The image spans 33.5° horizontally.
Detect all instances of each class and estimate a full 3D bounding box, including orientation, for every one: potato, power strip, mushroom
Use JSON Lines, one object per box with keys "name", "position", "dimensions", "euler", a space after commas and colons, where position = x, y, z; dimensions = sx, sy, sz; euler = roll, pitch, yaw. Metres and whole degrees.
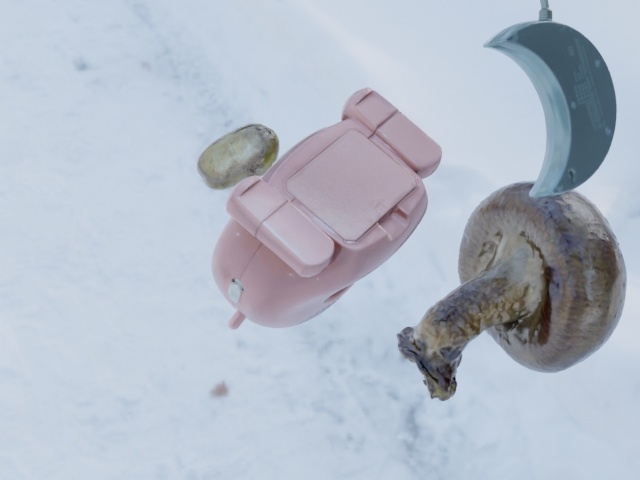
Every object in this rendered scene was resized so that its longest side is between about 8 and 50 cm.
{"name": "potato", "position": [-0.153, -0.156, 2.000], "dimensions": [0.170, 0.080, 0.107], "euler": [-28, 63, 9]}
{"name": "power strip", "position": [0.250, -0.161, 1.140], "dimensions": [0.137, 0.216, 0.044], "euler": [-22, 11, -25]}
{"name": "mushroom", "position": [0.314, 0.062, 1.792], "dimensions": [0.356, 0.334, 0.331], "euler": [5, 31, -8]}

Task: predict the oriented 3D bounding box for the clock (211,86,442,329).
{"name": "clock", "position": [0.000, 0.000, 1.085], "dimensions": [0.142, 0.241, 0.227], "euler": [43, 57, 10]}
